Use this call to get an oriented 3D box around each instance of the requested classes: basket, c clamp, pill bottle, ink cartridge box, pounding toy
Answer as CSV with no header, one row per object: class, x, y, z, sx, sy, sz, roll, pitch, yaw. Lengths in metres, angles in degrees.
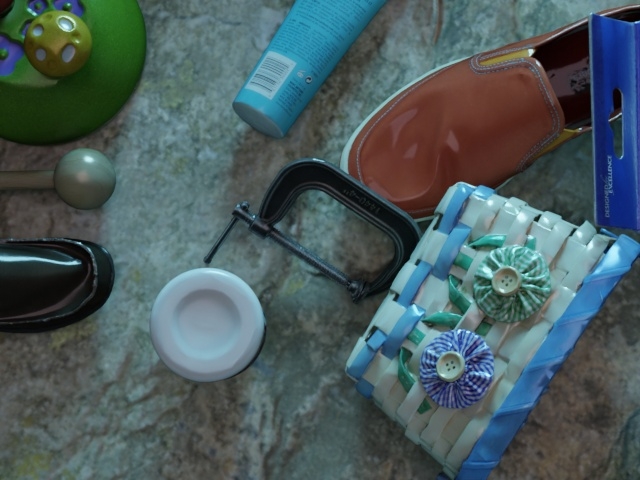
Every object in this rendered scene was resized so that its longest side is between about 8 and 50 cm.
basket,0.179,0.109,0.896,0.289,0.201,0.254,30,88,9
c clamp,0.000,0.000,0.979,0.161,0.022,0.137,29,116,-2
pill bottle,-0.086,0.070,0.920,0.086,0.152,0.086,0,83,-1
ink cartridge box,0.343,-0.077,0.908,0.333,0.065,0.165,4,83,-36
pounding toy,-0.246,-0.153,0.965,0.183,0.110,0.236,6,83,-1

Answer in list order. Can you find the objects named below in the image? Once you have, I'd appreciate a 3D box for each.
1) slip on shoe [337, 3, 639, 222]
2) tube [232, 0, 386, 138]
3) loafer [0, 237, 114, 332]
slip on shoe,0.166,-0.113,0.975,0.331,0.101,0.123,-24,87,-1
tube,0.000,-0.186,1.009,0.080,0.052,0.207,34,78,-2
loafer,-0.282,0.039,0.955,0.220,0.078,0.080,-7,83,-2
